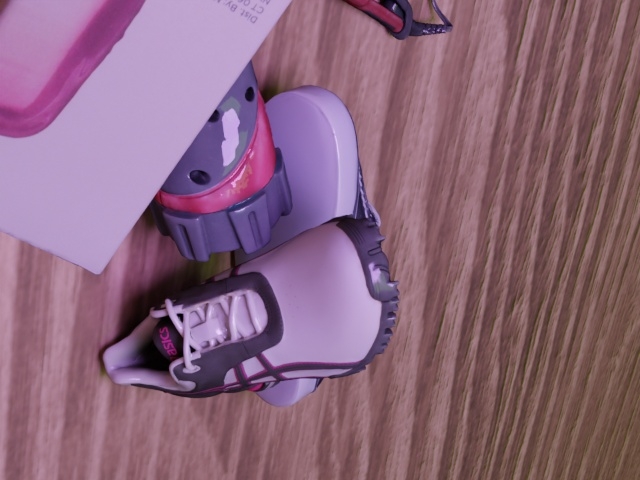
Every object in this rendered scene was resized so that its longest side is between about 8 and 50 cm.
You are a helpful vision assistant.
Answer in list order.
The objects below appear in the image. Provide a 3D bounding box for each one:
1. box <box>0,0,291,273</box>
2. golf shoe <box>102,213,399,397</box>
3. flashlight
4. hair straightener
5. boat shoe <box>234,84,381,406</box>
[{"bbox_3d":[-0.121,-0.127,0.755,0.127,0.148,0.232,27,110,-31],"label":"box"},{"bbox_3d":[-0.049,0.064,0.999,0.120,0.105,0.273,-10,167,-37],"label":"golf shoe"},{"bbox_3d":[-0.095,-0.126,0.918,0.103,0.103,0.304,-90,169,-47],"label":"flashlight"},{"bbox_3d":[0.052,-0.213,1.078,0.230,0.047,0.089,21,98,-56],"label":"hair straightener"},{"bbox_3d":[0.000,0.000,1.119,0.102,0.108,0.301,-29,138,-37],"label":"boat shoe"}]
